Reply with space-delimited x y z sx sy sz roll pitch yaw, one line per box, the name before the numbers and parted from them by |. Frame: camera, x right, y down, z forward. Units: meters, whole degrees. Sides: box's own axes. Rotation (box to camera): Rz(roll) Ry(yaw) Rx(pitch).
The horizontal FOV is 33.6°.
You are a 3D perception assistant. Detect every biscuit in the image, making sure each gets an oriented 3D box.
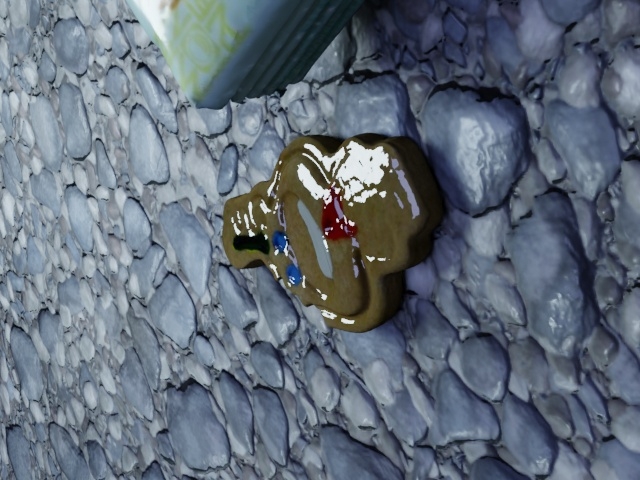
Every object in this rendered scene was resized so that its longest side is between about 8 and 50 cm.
biscuit | -0.004 -0.008 1.001 0.319 0.047 0.183 7 105 53

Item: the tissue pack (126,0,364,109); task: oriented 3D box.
tissue pack | -0.030 -0.328 0.788 0.388 0.162 0.287 -45 72 42
